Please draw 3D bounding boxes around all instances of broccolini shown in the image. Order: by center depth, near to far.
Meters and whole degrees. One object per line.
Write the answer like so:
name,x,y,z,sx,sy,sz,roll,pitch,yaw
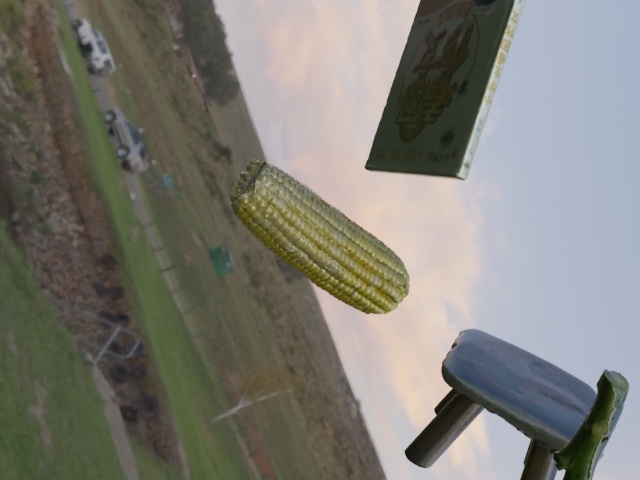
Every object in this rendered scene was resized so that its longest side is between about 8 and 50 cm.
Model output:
broccolini,0.205,0.196,0.600,0.067,0.058,0.216,-119,-141,-62

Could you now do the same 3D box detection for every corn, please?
corn,0.000,0.000,0.609,0.165,0.063,0.085,37,16,-22

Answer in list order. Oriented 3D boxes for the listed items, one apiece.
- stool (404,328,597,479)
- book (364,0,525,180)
stool,0.352,0.350,1.440,0.226,0.310,0.310,-67,164,18
book,0.144,-0.210,0.815,0.208,0.020,0.295,17,-91,67
